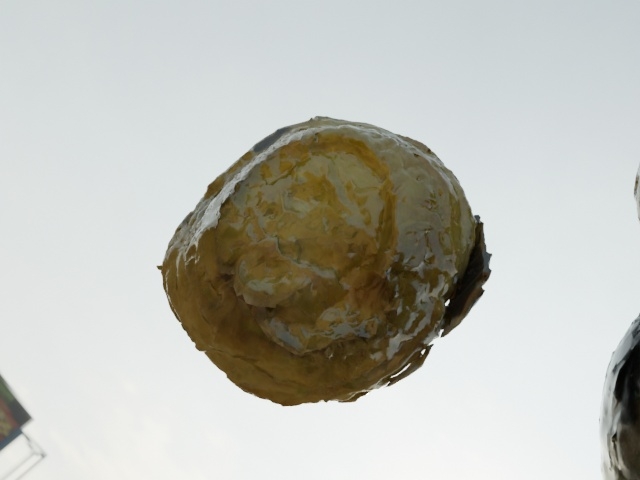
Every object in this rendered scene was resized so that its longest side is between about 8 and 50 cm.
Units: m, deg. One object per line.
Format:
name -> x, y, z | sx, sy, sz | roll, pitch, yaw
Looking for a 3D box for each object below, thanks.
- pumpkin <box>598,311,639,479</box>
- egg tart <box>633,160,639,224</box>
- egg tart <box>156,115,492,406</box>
pumpkin -> 0.305, 0.126, 0.491 | 0.315, 0.315, 0.238 | 63, 2, -19
egg tart -> 0.372, -0.023, 0.833 | 0.319, 0.319, 0.128 | 55, -35, -8
egg tart -> 0.000, 0.000, 0.685 | 0.098, 0.252, 0.231 | 84, -5, -68
